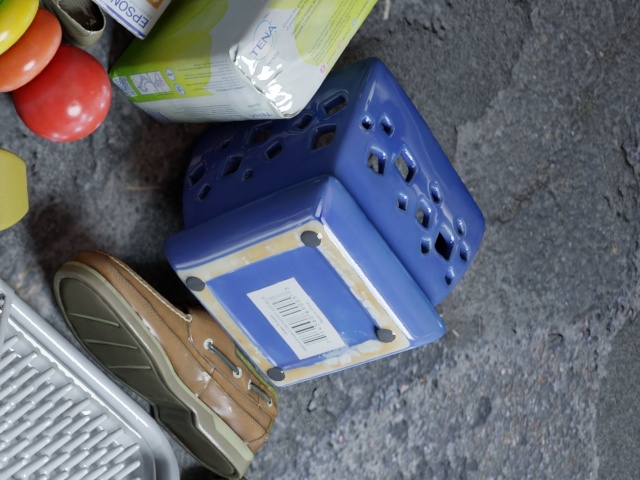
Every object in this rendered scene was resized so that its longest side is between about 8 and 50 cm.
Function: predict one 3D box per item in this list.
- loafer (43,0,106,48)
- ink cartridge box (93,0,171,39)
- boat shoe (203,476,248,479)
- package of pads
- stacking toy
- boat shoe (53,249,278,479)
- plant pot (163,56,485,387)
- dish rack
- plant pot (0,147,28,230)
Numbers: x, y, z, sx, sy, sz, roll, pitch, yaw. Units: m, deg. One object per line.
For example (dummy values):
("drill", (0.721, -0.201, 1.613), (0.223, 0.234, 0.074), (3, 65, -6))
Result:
("loafer", (-0.243, -0.248, 1.124), (0.056, 0.050, 0.148), (-49, 120, -27))
("ink cartridge box", (-0.181, -0.338, 1.103), (0.223, 0.045, 0.224), (39, 89, -34))
("boat shoe", (-0.113, 0.355, 1.247), (0.073, 0.080, 0.223), (6, 83, -34))
("package of pads", (-0.043, -0.243, 1.174), (0.101, 0.229, 0.296), (46, 65, -31))
("stacking toy", (-0.302, -0.205, 1.034), (0.330, 0.141, 0.141), (49, 63, -35))
("boat shoe", (-0.146, 0.104, 1.194), (0.104, 0.111, 0.307), (-54, 132, -28))
("plant pot", (0.000, 0.000, 1.175), (0.236, 0.236, 0.212), (53, 34, -27))
("dish rack", (-0.246, 0.186, 1.042), (0.072, 0.285, 0.333), (-35, 120, 12))
("plant pot", (-0.307, -0.045, 1.068), (0.083, 0.081, 0.081), (-8, 97, -51))
